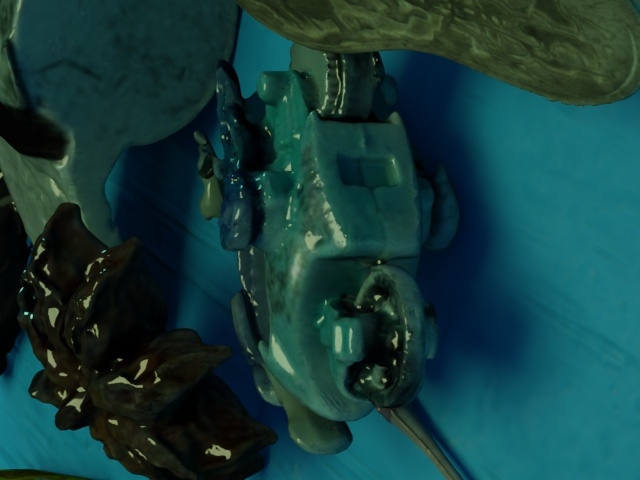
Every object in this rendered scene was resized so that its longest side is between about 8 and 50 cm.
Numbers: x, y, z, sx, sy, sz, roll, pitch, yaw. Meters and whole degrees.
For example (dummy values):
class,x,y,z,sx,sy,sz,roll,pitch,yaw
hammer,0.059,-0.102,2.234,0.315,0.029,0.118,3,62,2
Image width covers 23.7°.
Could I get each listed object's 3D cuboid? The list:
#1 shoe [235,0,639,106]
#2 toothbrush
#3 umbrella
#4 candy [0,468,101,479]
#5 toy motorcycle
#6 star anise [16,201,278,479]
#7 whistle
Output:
class,x,y,z,sx,sy,sz,roll,pitch,yaw
shoe,0.074,-0.183,0.847,0.316,0.159,0.124,24,151,33
toothbrush,0.033,0.095,0.998,0.354,0.024,0.029,51,136,39
umbrella,-0.279,-0.025,1.374,0.113,0.106,0.358,-126,43,-51
candy,-0.250,0.339,1.309,0.146,0.088,0.276,-6,84,51
toy motorcycle,0.000,0.000,0.947,0.206,0.154,0.260,132,134,-54
star anise,-0.139,0.097,1.068,0.223,0.109,0.236,43,158,8
whistle,-0.196,-0.106,1.170,0.168,0.188,0.405,25,109,50
